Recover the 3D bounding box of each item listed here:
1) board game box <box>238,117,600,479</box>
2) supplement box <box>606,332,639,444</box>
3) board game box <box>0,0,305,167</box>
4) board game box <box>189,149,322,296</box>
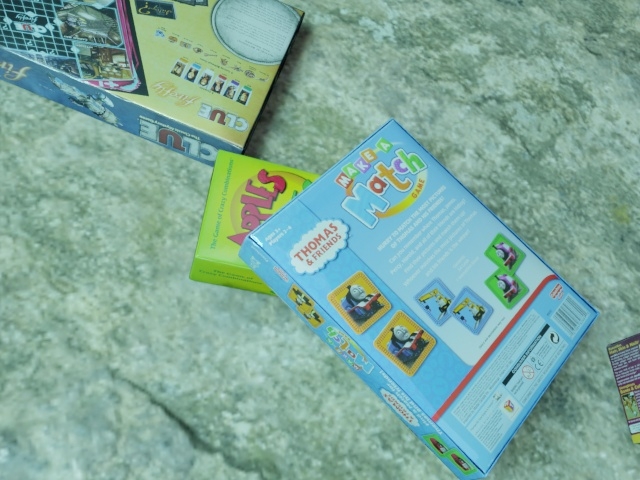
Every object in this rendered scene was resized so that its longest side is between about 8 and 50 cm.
[{"bbox_3d":[0.073,0.031,0.459,0.211,0.039,0.160,45,61,5],"label":"board game box"},{"bbox_3d":[0.275,0.117,0.525,0.043,0.055,0.083,3,65,-18],"label":"supplement box"},{"bbox_3d":[-0.153,-0.172,0.534,0.243,0.042,0.165,23,60,-6],"label":"board game box"},{"bbox_3d":[0.000,0.000,0.499,0.181,0.043,0.092,13,62,-12],"label":"board game box"}]
